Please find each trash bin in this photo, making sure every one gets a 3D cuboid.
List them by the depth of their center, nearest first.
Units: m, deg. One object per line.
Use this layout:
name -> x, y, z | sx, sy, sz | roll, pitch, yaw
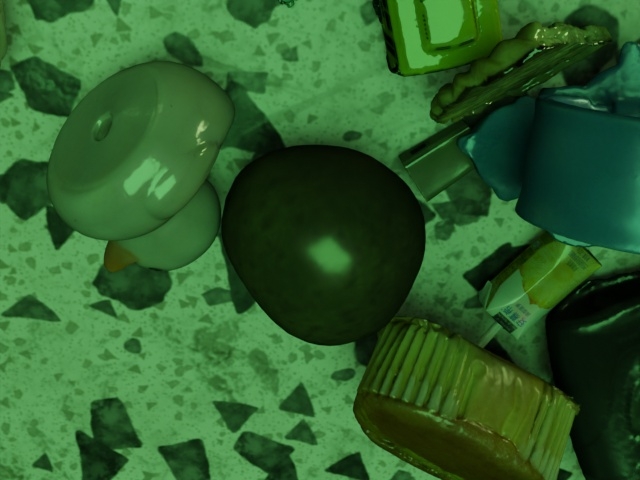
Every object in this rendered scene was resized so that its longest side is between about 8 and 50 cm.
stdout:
trash bin -> 0.152, -0.100, 1.093 | 0.092, 0.043, 0.061 | -32, 110, 6

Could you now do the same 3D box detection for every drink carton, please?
drink carton -> 0.262, 0.070, 1.150 | 0.084, 0.074, 0.200 | 42, 106, -16

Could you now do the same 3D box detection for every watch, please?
watch -> 0.302, -0.088, 0.948 | 0.305, 0.274, 0.242 | 6, 106, 5

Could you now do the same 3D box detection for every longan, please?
longan -> 0.000, 0.000, 1.040 | 0.245, 0.215, 0.246 | 2, 96, 19

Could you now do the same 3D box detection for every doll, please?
doll -> -0.184, -0.072, 1.022 | 0.221, 0.221, 0.251 | 35, 91, -16

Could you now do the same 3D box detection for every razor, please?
razor -> 0.426, 0.205, 1.193 | 0.204, 0.113, 0.349 | -19, 110, 4

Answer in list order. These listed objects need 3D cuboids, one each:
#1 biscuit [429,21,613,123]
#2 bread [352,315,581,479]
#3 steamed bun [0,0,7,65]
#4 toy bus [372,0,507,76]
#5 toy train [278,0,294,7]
biscuit -> 0.205, -0.181, 0.969 | 0.187, 0.273, 0.036 | -31, 85, 30
bread -> 0.172, 0.220, 1.118 | 0.288, 0.204, 0.156 | 33, 69, -22
steamed bun -> -0.427, -0.237, 0.972 | 0.182, 0.106, 0.183 | -2, 111, -6
toy bus -> 0.113, -0.306, 0.946 | 0.128, 0.150, 0.262 | -13, 111, 1
toy train -> -0.044, -0.311, 1.003 | 0.045, 0.029, 0.092 | -30, 116, -8
